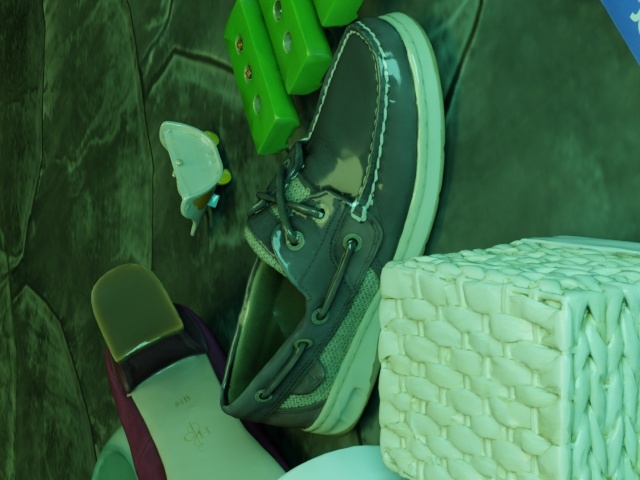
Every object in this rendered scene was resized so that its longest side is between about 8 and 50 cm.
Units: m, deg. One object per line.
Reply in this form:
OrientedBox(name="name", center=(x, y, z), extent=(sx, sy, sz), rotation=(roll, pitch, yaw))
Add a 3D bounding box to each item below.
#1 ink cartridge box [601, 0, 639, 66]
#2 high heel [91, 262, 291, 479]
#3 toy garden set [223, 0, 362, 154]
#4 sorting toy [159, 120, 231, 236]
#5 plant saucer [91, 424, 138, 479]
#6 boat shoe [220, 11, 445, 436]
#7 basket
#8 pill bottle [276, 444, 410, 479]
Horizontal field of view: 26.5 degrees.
OrientedBox(name="ink cartridge box", center=(0.144, -0.144, 0.552), extent=(0.097, 0.046, 0.207), rotation=(114, 146, -45))
OrientedBox(name="high heel", center=(-0.070, 0.200, 1.025), extent=(0.181, 0.127, 0.377), rotation=(73, 177, -61))
OrientedBox(name="toy garden set", center=(-0.007, -0.209, 0.889), extent=(0.244, 0.049, 0.203), rotation=(122, 138, -52))
OrientedBox(name="sorting toy", center=(-0.105, -0.044, 1.120), extent=(0.075, 0.045, 0.083), rotation=(107, 150, -50))
OrientedBox(name="plant saucer", center=(-0.168, 0.316, 1.273), extent=(0.318, 0.044, 0.317), rotation=(178, 90, -66))
OrientedBox(name="boat shoe", center=(0.000, 0.000, 0.820), extent=(0.103, 0.092, 0.285), rotation=(-123, 39, -50))
OrientedBox(name="basket", center=(0.103, 0.059, 0.583), extent=(0.167, 0.103, 0.113), rotation=(-171, 80, -65))
OrientedBox(name="pill bottle", center=(0.065, 0.236, 0.579), extent=(0.323, 0.182, 0.181), rotation=(-126, 42, -52))
